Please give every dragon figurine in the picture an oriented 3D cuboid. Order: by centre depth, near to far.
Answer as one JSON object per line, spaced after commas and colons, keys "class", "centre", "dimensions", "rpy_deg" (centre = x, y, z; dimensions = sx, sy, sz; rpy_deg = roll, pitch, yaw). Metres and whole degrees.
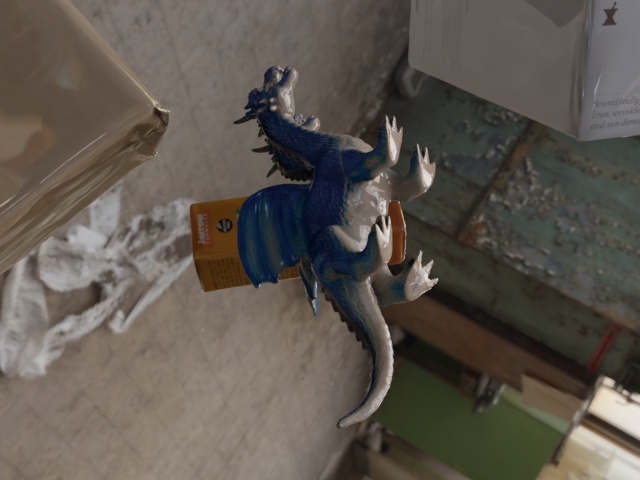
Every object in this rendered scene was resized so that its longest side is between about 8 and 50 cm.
{"class": "dragon figurine", "centre": [0.000, 0.000, 0.632], "dimensions": [0.085, 0.144, 0.289], "rpy_deg": [31, 54, -48]}

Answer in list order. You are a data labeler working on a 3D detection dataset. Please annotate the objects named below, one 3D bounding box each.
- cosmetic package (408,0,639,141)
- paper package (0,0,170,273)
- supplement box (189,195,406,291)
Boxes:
{"class": "cosmetic package", "centre": [0.273, -0.240, 1.006], "dimensions": [0.217, 0.385, 0.156], "rpy_deg": [-7, 115, -16]}
{"class": "paper package", "centre": [-0.363, -0.129, 0.826], "dimensions": [0.309, 0.325, 0.168], "rpy_deg": [-42, 180, -15]}
{"class": "supplement box", "centre": [-0.026, -0.007, 0.998], "dimensions": [0.080, 0.233, 0.078], "rpy_deg": [82, -2, -59]}
